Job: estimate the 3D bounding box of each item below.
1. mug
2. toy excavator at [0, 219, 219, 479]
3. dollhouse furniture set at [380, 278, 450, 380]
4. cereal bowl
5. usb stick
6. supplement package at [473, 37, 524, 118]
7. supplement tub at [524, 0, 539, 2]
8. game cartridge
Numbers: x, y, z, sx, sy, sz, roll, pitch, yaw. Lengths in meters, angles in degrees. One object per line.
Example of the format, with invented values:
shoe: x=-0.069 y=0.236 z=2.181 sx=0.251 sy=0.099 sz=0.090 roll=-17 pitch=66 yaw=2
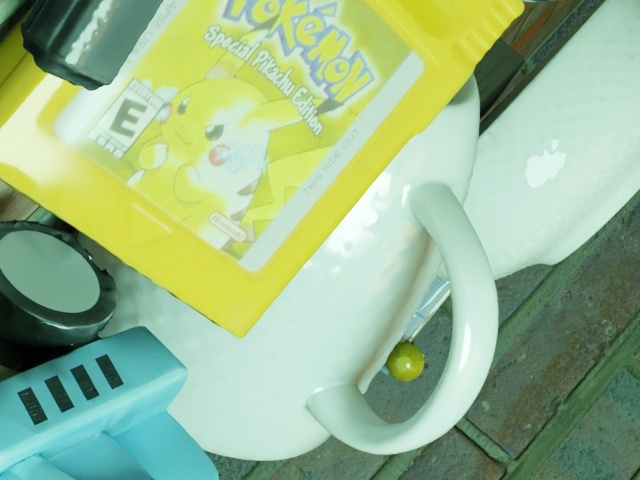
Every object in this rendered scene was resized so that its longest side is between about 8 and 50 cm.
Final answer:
mug: x=0.000 y=0.000 z=1.257 sx=0.276 sy=0.374 sz=0.328 roll=-3 pitch=135 yaw=-44
toy excavator: x=-0.126 y=0.211 z=1.104 sx=0.222 sy=0.445 sz=0.433 roll=-51 pitch=165 yaw=27
dollhouse furniture set: x=0.066 y=-0.030 z=1.783 sx=0.286 sy=0.303 sz=0.198 roll=-49 pitch=174 yaw=5
cereal bowl: x=0.217 y=-0.079 z=1.472 sx=0.339 sy=0.141 sz=0.339 roll=-45 pitch=180 yaw=0
usb stick: x=-0.069 y=-0.205 z=0.862 sx=0.278 sy=0.045 sz=0.077 roll=-56 pitch=156 yaw=4
supplement package: x=0.094 y=-0.185 z=1.602 sx=0.105 sy=0.179 sz=0.105 roll=-46 pitch=174 yaw=-35
supplement tub: x=0.282 y=-0.313 z=1.264 sx=0.325 sy=0.235 sz=0.235 roll=3 pitch=-147 yaw=38
game cartridge: x=-0.036 y=-0.120 z=1.010 sx=0.323 sy=0.053 sz=0.285 roll=-49 pitch=135 yaw=3
